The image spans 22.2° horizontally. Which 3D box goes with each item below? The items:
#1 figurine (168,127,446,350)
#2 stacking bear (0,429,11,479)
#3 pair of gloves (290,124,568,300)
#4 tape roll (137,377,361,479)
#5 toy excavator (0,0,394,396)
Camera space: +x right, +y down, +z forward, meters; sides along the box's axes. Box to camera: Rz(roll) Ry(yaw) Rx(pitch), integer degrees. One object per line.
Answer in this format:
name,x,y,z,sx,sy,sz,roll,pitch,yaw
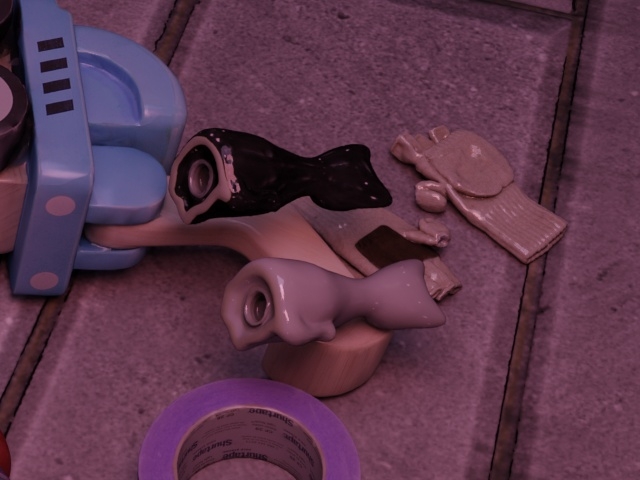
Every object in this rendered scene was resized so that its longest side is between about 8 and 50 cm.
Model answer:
figurine,0.000,0.000,1.447,0.209,0.092,0.215,-4,59,-39
stacking bear,-0.274,0.286,1.262,0.175,0.164,0.289,-19,58,-22
pair of gloves,0.110,-0.032,1.666,0.240,0.042,0.204,-26,56,-28
tape roll,-0.063,0.215,1.397,0.189,0.080,0.189,4,47,-5
toy excavator,-0.174,-0.051,1.554,0.445,0.222,0.433,0,49,-19
